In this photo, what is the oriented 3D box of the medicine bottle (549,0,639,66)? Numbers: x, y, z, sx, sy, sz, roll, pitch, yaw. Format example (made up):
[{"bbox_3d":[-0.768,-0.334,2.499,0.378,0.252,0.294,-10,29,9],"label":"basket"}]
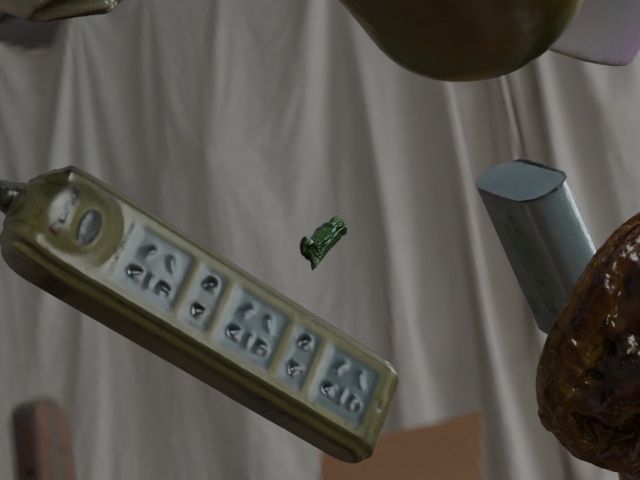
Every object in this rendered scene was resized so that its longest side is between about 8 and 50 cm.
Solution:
[{"bbox_3d":[0.230,-0.319,1.255,0.241,0.241,0.302,4,-61,-37],"label":"medicine bottle"}]

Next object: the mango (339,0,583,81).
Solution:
[{"bbox_3d":[0.051,-0.127,0.646,0.130,0.092,0.195,17,-19,5],"label":"mango"}]

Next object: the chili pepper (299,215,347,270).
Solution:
[{"bbox_3d":[-0.005,0.006,1.894,0.035,0.055,0.118,19,21,20],"label":"chili pepper"}]

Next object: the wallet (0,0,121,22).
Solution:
[{"bbox_3d":[-0.184,-0.286,1.164,0.335,0.275,0.068,24,-17,40],"label":"wallet"}]

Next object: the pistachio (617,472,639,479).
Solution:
[{"bbox_3d":[0.368,0.222,1.526,0.153,0.137,0.238,-50,-27,-11],"label":"pistachio"}]

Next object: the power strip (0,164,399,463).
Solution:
[{"bbox_3d":[-0.102,0.051,1.226,0.387,0.092,0.066,32,-27,-18],"label":"power strip"}]

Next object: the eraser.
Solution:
[{"bbox_3d":[0.293,0.017,1.946,0.081,0.227,0.174,-30,21,-12],"label":"eraser"}]

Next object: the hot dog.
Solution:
[{"bbox_3d":[0.266,0.079,1.218,0.160,0.227,0.099,23,4,11],"label":"hot dog"}]
